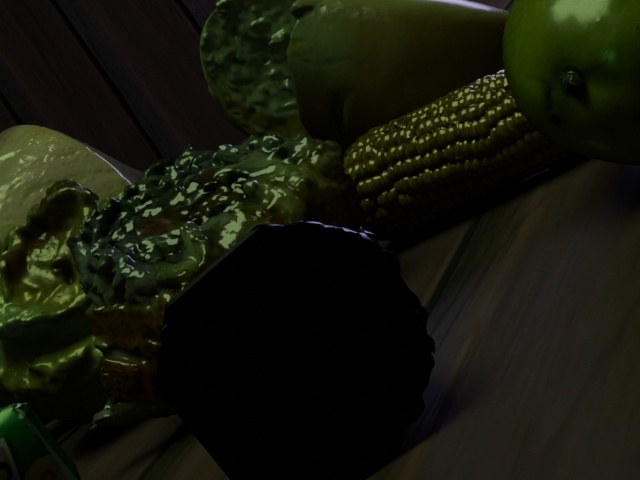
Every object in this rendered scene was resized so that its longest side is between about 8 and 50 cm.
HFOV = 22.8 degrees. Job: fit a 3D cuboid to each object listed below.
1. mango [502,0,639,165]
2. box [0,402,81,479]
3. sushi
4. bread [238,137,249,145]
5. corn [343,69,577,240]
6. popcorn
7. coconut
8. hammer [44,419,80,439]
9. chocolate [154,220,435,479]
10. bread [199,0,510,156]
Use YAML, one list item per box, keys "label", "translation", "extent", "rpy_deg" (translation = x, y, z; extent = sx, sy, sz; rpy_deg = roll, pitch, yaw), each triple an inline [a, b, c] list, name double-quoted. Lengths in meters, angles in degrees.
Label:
- label: "mango"
  translation: [0.220, -0.138, 1.090]
  extent: [0.175, 0.143, 0.293]
  rpy_deg: [12, 19, 18]
- label: "box"
  translation: [-0.305, 0.213, 1.264]
  extent: [0.180, 0.103, 0.250]
  rpy_deg: [-39, 9, -25]
- label: "sushi"
  translation: [-0.087, 0.024, 1.251]
  extent: [0.184, 0.139, 0.274]
  rpy_deg: [11, 42, 41]
- label: "bread"
  translation: [-0.068, -0.034, 1.713]
  extent: [0.165, 0.113, 0.416]
  rpy_deg: [-37, 9, 4]
- label: "corn"
  translation: [0.123, -0.081, 1.302]
  extent: [0.293, 0.106, 0.106]
  rpy_deg: [-27, 11, 39]
- label: "popcorn"
  translation: [-0.198, 0.060, 1.420]
  extent: [0.221, 0.184, 0.204]
  rpy_deg: [-47, 54, -9]
- label: "coconut"
  translation: [-0.284, 0.025, 1.670]
  extent: [0.329, 0.329, 0.329]
  rpy_deg: [-33, 9, 6]
- label: "hammer"
  translation: [-0.291, 0.208, 1.461]
  extent: [0.013, 0.062, 0.199]
  rpy_deg: [8, 28, 40]
- label: "chocolate"
  translation: [0.001, 0.067, 0.923]
  extent: [0.156, 0.156, 0.133]
  rpy_deg: [-33, -10, 7]
- label: "bread"
  translation: [0.056, -0.149, 1.508]
  extent: [0.333, 0.160, 0.333]
  rpy_deg: [6, 3, 0]
